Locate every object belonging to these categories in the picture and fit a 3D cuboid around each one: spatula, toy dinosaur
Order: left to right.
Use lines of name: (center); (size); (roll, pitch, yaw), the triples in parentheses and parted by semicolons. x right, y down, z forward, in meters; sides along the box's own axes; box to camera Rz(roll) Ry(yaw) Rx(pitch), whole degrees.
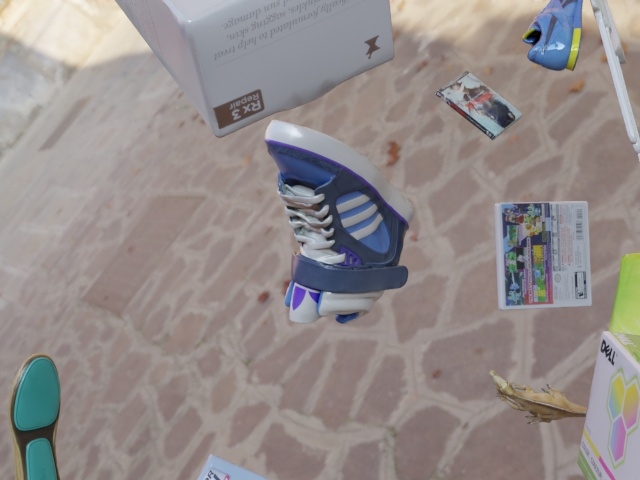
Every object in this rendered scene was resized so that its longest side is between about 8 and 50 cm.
toy dinosaur: (0.277, 0.197, 1.069); (0.092, 0.183, 0.053); (131, 152, -81)
spatula: (0.339, -0.197, 1.024); (0.019, 0.168, 0.242); (-16, 68, 21)

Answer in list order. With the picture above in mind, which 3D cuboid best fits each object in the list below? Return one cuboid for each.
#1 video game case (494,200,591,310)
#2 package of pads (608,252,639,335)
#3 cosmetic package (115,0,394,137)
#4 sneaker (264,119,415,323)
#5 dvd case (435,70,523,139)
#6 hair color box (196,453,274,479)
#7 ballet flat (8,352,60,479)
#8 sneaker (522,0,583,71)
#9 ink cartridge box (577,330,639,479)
video game case: (0.420, 0.028, 1.701); (0.023, 0.183, 0.201); (174, 94, -79)
package of pads: (0.607, 0.160, 1.543); (0.229, 0.101, 0.296); (-8, 60, 49)
cosmetic package: (-0.065, -0.173, 0.530); (0.117, 0.085, 0.231); (-28, 50, -14)
sneaker: (0.000, 0.000, 1.274); (0.130, 0.323, 0.236); (18, 79, 42)
dvd case: (0.252, -0.216, 1.428); (0.087, 0.119, 0.013); (-36, -20, -37)
hair color box: (0.020, 0.371, 1.014); (0.374, 0.185, 0.113); (7, 61, 45)
ballet flat: (-0.433, 0.282, 1.341); (0.073, 0.080, 0.232); (0, 90, 51)
sneaker: (0.356, -0.339, 1.380); (0.082, 0.069, 0.209); (10, 50, 8)
ink cartridge box: (0.292, 0.104, 0.715); (0.189, 0.097, 0.255); (-77, -6, -79)
